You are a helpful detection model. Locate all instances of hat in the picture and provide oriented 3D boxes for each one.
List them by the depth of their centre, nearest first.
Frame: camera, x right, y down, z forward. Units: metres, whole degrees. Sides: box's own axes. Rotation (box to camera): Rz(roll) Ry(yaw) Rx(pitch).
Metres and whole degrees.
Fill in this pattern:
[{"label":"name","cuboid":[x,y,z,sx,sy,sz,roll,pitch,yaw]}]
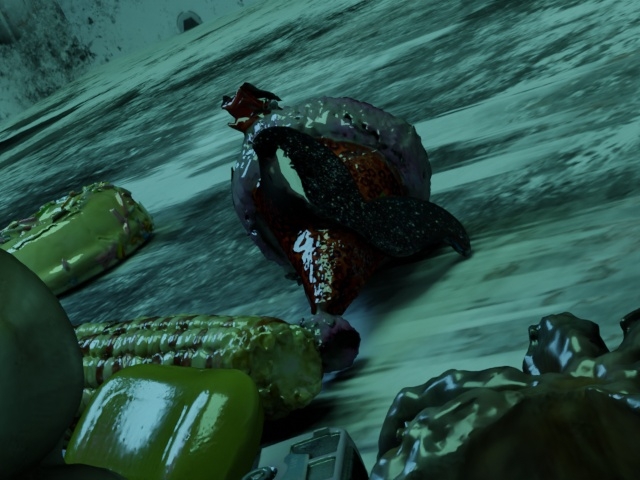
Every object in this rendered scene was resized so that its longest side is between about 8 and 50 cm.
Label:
[{"label":"hat","cuboid":[0.000,-0.004,0.911,0.129,0.140,0.227,-33,24,20]}]

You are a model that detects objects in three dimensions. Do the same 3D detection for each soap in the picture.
[{"label":"soap","cuboid":[-0.077,0.103,0.754,0.140,0.045,0.089,-2,63,52]}]

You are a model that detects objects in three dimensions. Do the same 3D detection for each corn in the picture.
[{"label":"corn","cuboid":[-0.095,0.076,0.861,0.237,0.079,0.079,-12,20,45]}]

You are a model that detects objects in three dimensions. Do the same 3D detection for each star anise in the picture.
[{"label":"star anise","cuboid":[0.103,0.060,0.582,0.208,0.063,0.172,-19,14,30]}]

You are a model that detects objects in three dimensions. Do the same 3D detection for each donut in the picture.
[{"label":"donut","cuboid":[-0.241,0.001,1.426,0.175,0.068,0.174,-26,15,7]}]

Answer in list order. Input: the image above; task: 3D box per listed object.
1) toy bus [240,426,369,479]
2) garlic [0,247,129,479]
[{"label":"toy bus","cuboid":[-0.007,0.119,0.626,0.052,0.037,0.130,-22,15,11]},{"label":"garlic","cuboid":[-0.174,0.122,0.588,0.292,0.210,0.237,-28,4,37]}]
